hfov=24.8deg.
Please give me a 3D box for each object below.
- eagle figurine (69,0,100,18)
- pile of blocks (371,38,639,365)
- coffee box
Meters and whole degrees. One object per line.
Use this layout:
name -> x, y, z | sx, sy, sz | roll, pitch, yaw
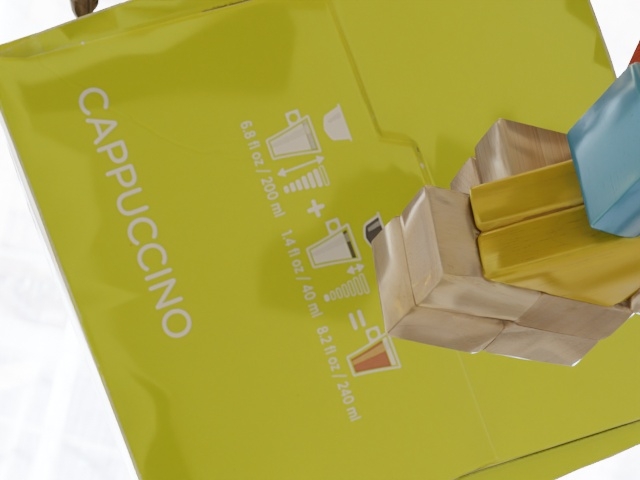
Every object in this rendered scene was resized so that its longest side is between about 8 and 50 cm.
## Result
eagle figurine -> -0.103, -0.292, 0.945 | 0.226, 0.298, 0.225 | -1, 146, 41
pile of blocks -> 0.189, -0.060, 0.519 | 0.362, 0.113, 0.149 | -12, 144, 5
coffee box -> 0.000, 0.000, 0.945 | 0.338, 0.338, 0.334 | -20, -178, -9
